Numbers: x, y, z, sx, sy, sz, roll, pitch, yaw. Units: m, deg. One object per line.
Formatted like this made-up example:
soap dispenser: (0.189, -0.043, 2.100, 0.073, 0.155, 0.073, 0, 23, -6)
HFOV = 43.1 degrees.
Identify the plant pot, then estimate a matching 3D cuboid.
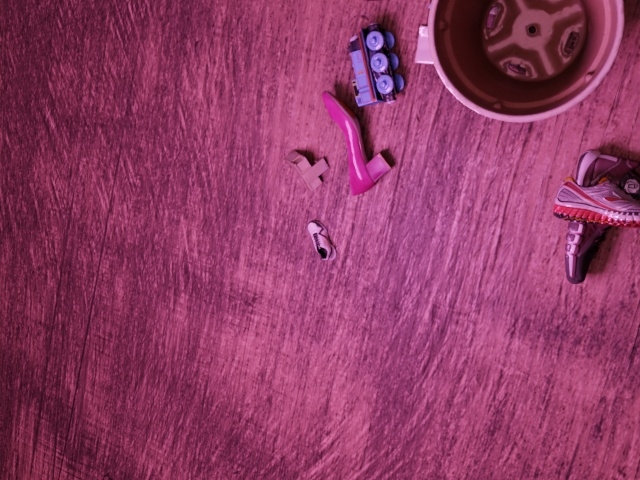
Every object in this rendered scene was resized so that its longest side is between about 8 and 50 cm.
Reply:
plant pot: (0.395, -0.402, 1.542, 0.333, 0.305, 0.334, 4, 103, 17)

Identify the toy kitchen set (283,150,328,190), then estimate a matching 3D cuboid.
toy kitchen set: (-0.030, -0.180, 1.973, 0.068, 0.075, 0.083, -39, 120, -9)

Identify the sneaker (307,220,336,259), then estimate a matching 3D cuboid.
sneaker: (0.000, 0.000, 1.982, 0.040, 0.043, 0.109, -35, 82, 30)

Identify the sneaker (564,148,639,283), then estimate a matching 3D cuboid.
sneaker: (0.592, -0.038, 1.648, 0.162, 0.106, 0.282, 9, 104, 21)

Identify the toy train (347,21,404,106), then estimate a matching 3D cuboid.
toy train: (0.119, -0.392, 1.826, 0.105, 0.080, 0.184, -11, 96, 34)

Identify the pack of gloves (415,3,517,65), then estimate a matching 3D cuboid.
pack of gloves: (0.318, -0.462, 1.731, 0.232, 0.046, 0.195, 14, 106, 24)

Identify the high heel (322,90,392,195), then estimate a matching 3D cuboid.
high heel: (0.054, -0.226, 1.890, 0.117, 0.082, 0.244, -37, 96, 17)

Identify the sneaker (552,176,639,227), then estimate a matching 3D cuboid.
sneaker: (0.570, -0.076, 1.566, 0.225, 0.088, 0.093, 8, 87, 11)
